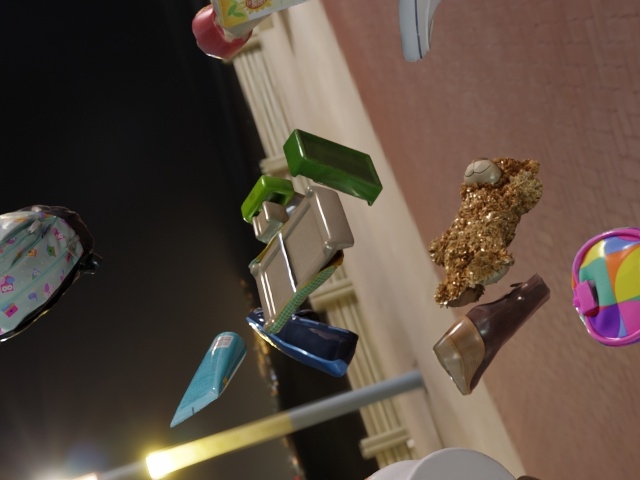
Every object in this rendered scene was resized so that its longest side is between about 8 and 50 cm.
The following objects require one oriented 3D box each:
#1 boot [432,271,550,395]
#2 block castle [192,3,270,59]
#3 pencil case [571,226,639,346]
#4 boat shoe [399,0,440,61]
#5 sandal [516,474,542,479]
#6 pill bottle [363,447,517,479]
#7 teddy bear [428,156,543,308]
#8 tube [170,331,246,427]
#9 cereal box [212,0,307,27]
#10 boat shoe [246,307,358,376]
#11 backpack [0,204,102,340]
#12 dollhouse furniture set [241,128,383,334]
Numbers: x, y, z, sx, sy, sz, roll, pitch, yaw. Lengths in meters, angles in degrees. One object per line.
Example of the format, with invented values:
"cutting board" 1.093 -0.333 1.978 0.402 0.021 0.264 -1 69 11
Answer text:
"boot" 0.289 0.155 1.593 0.090 0.207 0.248 56 180 23
"block castle" -0.191 -0.531 1.478 0.453 0.303 0.213 50 142 -14
"pencil case" 0.308 0.052 0.842 0.236 0.104 0.104 14 -136 -45
"boat shoe" 0.138 -0.332 1.199 0.083 0.076 0.226 -58 -30 -69
"sandal" 0.278 0.384 1.353 0.088 0.079 0.240 40 -169 29
"pill bottle" 0.103 0.424 1.302 0.392 0.224 0.224 -51 53 52
"teddy bear" 0.277 -0.030 1.687 0.113 0.338 0.245 31 156 -8
"tube" -0.149 0.189 1.359 0.052 0.080 0.207 48 -162 -8
"cereal box" -0.029 -0.379 1.249 0.173 0.240 0.047 88 158 -57
"boat shoe" -0.026 0.170 1.771 0.258 0.089 0.109 22 161 40
"backpack" -0.343 0.038 1.051 0.115 0.152 0.182 60 -155 -18
"dollhouse furniture set" 0.000 0.000 1.535 0.197 0.151 0.301 -54 32 28
